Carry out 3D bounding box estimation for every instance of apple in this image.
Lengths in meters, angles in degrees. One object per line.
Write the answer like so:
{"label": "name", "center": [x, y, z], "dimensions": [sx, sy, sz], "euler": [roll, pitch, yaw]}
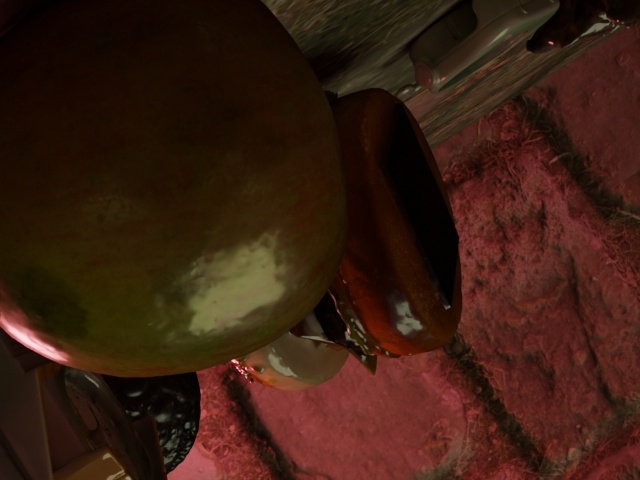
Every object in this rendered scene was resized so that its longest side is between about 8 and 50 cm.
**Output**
{"label": "apple", "center": [-0.083, -0.028, 0.548], "dimensions": [0.196, 0.196, 0.196], "euler": [-33, 178, -2]}

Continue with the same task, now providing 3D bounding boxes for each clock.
{"label": "clock", "center": [-0.236, 0.165, 0.907], "dimensions": [0.166, 0.309, 0.235], "euler": [-32, 178, 4]}
{"label": "clock", "center": [0.166, -0.224, 1.295], "dimensions": [0.191, 0.062, 0.151], "euler": [-34, 178, 40]}

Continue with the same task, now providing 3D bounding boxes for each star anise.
{"label": "star anise", "center": [0.365, -0.327, 1.277], "dimensions": [0.292, 0.109, 0.349], "euler": [-55, -169, -3]}

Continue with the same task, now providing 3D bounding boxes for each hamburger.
{"label": "hamburger", "center": [0.000, 0.000, 1.102], "dimensions": [0.225, 0.291, 0.291], "euler": [-14, -175, 22]}

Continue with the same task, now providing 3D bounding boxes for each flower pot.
{"label": "flower pot", "center": [-0.330, 0.212, 1.469], "dimensions": [0.266, 0.266, 0.267], "euler": [-35, 167, 33]}
